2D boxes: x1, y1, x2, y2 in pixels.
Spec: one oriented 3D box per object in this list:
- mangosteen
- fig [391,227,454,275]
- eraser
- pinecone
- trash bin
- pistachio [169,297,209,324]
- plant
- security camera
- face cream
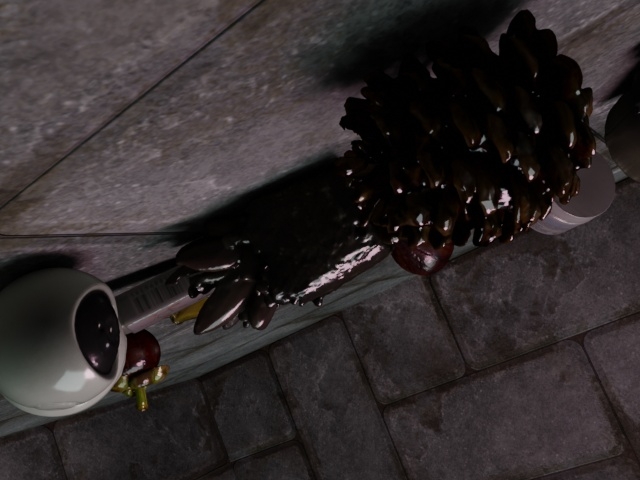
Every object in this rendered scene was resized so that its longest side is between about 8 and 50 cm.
[{"bbox_3d":[-0.423,0.282,1.499,0.155,0.181,0.146,-17,148,-15],"label":"mangosteen"},{"bbox_3d":[0.223,0.010,1.526,0.202,0.149,0.148,-29,141,-58],"label":"fig"},{"bbox_3d":[-0.228,0.076,1.136,0.351,0.061,0.089,-27,169,-13],"label":"eraser"},{"bbox_3d":[0.148,-0.099,0.681,0.272,0.224,0.224,-24,169,-2],"label":"pinecone"},{"bbox_3d":[0.605,-0.215,1.095,0.252,0.203,0.301,-5,171,6],"label":"trash bin"},{"bbox_3d":[-0.284,0.135,1.402,0.089,0.049,0.173,-43,169,-6],"label":"pistachio"},{"bbox_3d":[-0.063,0.023,0.984,0.320,0.182,0.194,-30,167,14],"label":"plant"},{"bbox_3d":[-0.362,0.136,0.904,0.194,0.195,0.236,-18,165,-20],"label":"security camera"},{"bbox_3d":[0.551,-0.114,1.527,0.177,0.177,0.153,-19,171,-15],"label":"face cream"}]
